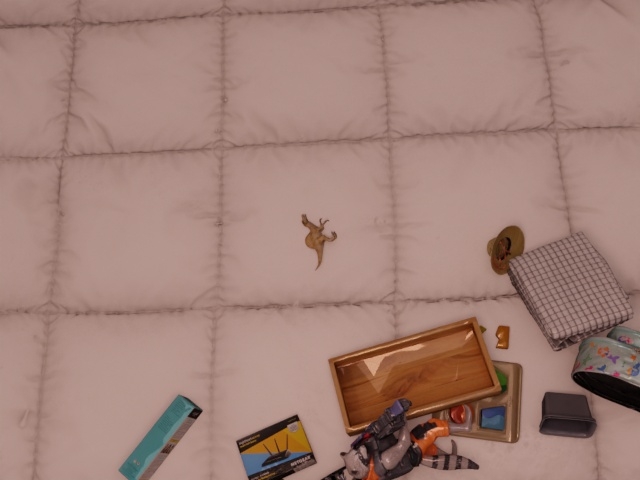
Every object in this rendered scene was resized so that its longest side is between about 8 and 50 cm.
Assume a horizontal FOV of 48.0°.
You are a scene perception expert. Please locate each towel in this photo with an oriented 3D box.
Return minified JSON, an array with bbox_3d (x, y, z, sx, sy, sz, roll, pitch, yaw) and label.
[{"bbox_3d":[0.663,0.138,1.916,0.235,0.121,0.284,-19,53,-3],"label":"towel"}]

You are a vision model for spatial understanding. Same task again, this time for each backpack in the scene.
[{"bbox_3d":[0.775,0.329,1.817,0.253,0.225,0.191,13,71,16],"label":"backpack"}]

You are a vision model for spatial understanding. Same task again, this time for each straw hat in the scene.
[{"bbox_3d":[0.502,0.020,2.016,0.144,0.144,0.061,-52,36,-12],"label":"straw hat"}]

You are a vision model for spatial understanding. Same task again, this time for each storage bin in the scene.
[{"bbox_3d":[0.635,0.451,1.863,0.135,0.098,0.091,5,45,6],"label":"storage bin"}]

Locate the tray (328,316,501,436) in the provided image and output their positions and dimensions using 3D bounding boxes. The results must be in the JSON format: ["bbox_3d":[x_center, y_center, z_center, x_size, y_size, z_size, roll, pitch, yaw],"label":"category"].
[{"bbox_3d":[0.244,0.360,1.899,0.410,0.076,0.203,-17,64,4],"label":"tray"}]

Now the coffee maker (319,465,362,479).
[{"bbox_3d":[0.100,0.659,1.828,0.171,0.120,0.178,-18,72,-23],"label":"coffee maker"}]

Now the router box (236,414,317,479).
[{"bbox_3d":[-0.116,0.556,1.888,0.179,0.046,0.133,-23,59,-5],"label":"router box"}]

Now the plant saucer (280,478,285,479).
[{"bbox_3d":[-0.141,0.698,1.868,0.168,0.029,0.168,-2,72,5],"label":"plant saucer"}]

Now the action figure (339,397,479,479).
[{"bbox_3d":[0.213,0.496,1.728,0.330,0.341,0.179,-11,62,-14],"label":"action figure"}]

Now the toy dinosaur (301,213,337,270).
[{"bbox_3d":[0.000,0.000,2.078,0.092,0.053,0.183,-24,64,12],"label":"toy dinosaur"}]

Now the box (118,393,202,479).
[{"bbox_3d":[-0.421,0.528,1.905,0.060,0.100,0.244,35,78,14],"label":"box"}]

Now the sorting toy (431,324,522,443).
[{"bbox_3d":[0.423,0.372,1.923,0.229,0.041,0.307,6,73,6],"label":"sorting toy"}]
